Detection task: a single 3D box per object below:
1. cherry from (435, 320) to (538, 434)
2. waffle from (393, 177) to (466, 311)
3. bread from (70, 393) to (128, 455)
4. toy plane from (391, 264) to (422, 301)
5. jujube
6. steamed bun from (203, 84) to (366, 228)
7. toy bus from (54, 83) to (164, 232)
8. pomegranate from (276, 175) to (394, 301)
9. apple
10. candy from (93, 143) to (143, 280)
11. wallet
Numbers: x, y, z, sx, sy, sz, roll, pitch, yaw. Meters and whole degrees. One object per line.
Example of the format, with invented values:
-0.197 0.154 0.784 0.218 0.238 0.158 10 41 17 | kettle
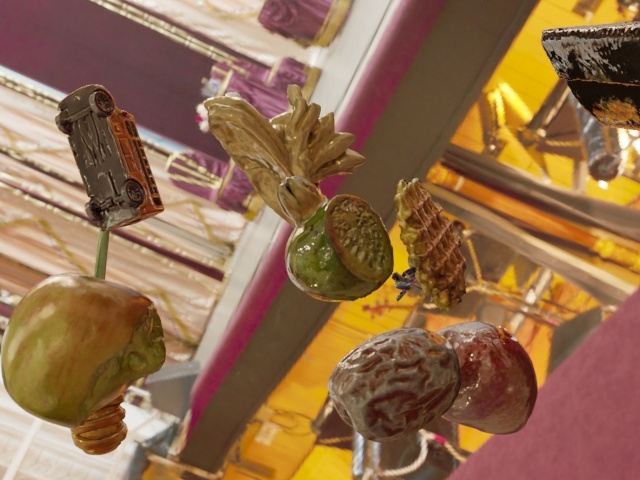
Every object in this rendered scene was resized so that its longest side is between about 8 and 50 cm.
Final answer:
0.416 0.375 2.029 0.335 0.326 0.291 55 -132 -45 | cherry
0.202 0.000 1.398 0.058 0.238 0.243 -21 58 28 | waffle
-0.459 0.351 1.543 0.084 0.119 0.177 146 113 -73 | bread
0.239 0.109 2.074 0.169 0.078 0.246 -55 -23 18 | toy plane
0.185 0.333 1.758 0.308 0.246 0.215 -32 3 -16 | jujube
-0.056 -0.202 1.730 0.189 0.428 0.247 -50 26 -22 | steamed bun
-0.292 -0.116 1.049 0.083 0.195 0.088 -19 -1 26 | toy bus
0.002 0.013 1.323 0.159 0.241 0.190 -30 41 36 | pomegranate
-0.369 0.175 1.167 0.226 0.246 0.246 -67 8 -20 | apple
-0.400 -0.009 1.397 0.119 0.119 0.440 -159 74 -82 | candy
0.368 -0.172 0.833 0.044 0.170 0.321 -49 19 -1 | wallet
